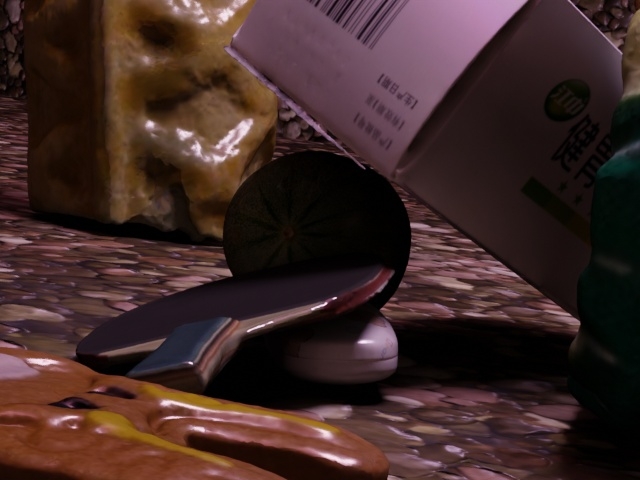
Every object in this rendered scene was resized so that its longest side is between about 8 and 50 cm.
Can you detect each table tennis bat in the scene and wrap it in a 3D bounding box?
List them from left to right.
[{"bbox_3d":[-0.050,0.042,1.011,0.173,0.022,0.301,-14,7,8],"label":"table tennis bat"}]

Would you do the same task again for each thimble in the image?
[{"bbox_3d":[0.226,-0.014,1.009,0.167,0.254,0.288,11,-8,11],"label":"thimble"}]

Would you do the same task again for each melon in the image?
[{"bbox_3d":[0.000,0.000,1.236,0.114,0.114,0.167,9,-4,19],"label":"melon"}]

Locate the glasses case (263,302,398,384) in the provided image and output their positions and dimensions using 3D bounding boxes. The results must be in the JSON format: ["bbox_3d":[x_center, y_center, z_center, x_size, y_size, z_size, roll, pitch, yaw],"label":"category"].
[{"bbox_3d":[0.004,0.053,1.093,0.063,0.041,0.164,0,5,-6],"label":"glasses case"}]

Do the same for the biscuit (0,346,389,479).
[{"bbox_3d":[-0.124,0.073,0.782,0.295,0.044,0.186,9,4,18],"label":"biscuit"}]

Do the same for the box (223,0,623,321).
[{"bbox_3d":[0.118,-0.068,1.212,0.173,0.145,0.333,44,7,40],"label":"box"}]

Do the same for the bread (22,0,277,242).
[{"bbox_3d":[-0.147,-0.133,1.710,0.196,0.252,0.238,-1,12,-42],"label":"bread"}]
